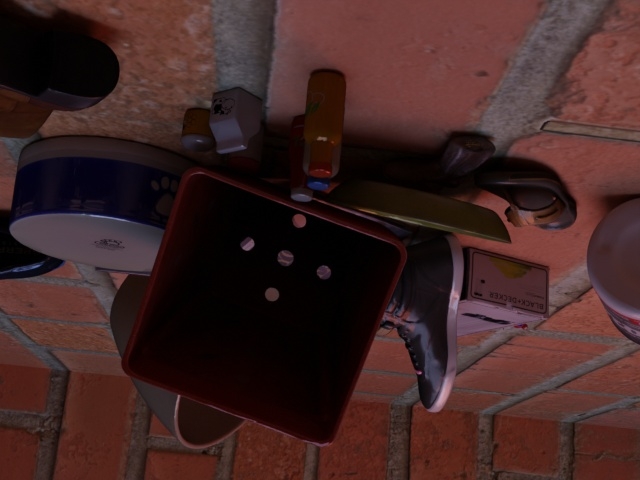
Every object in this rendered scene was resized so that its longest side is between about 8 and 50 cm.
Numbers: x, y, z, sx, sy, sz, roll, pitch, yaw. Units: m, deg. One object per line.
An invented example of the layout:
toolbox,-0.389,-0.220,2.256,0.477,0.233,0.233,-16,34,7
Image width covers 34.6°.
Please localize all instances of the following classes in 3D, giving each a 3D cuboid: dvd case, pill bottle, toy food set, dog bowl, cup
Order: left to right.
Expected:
dog bowl,-0.278,-0.042,1.383,0.264,0.104,0.265,4,163,1
cup,-0.215,0.150,1.745,0.237,0.331,0.331,29,175,25
toy food set,-0.054,-0.098,1.116,0.232,0.105,0.111,-7,160,37
dvd case,0.000,0.000,1.486,0.221,0.018,0.164,19,135,-38
pill bottle,0.458,0.059,1.389,0.161,0.161,0.283,-1,162,22

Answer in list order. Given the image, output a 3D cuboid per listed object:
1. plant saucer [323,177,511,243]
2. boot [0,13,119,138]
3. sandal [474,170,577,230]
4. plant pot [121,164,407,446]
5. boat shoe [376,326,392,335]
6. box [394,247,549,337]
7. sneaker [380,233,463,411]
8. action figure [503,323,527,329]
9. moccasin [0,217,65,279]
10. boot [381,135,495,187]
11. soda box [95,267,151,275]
plant saucer,0.124,-0.040,1.285,0.240,0.037,0.241,13,-179,0
boot,-0.369,-0.180,1.035,0.264,0.096,0.280,7,173,-33
sandal,0.264,-0.040,1.294,0.090,0.060,0.219,-4,162,29
plant pot,-0.058,0.054,1.284,0.267,0.267,0.236,21,-165,0
boat shoe,0.045,0.096,1.745,0.123,0.123,0.342,8,170,-15
box,0.230,0.096,1.732,0.169,0.087,0.290,13,163,-25
sneaker,0.130,0.132,1.562,0.146,0.296,0.104,-4,-155,-10
action figure,0.369,0.158,2.010,0.115,0.030,0.038,17,156,-40
moccasin,-0.580,0.002,1.626,0.341,0.138,0.117,-6,179,-8
boot,0.136,-0.095,1.193,0.106,0.037,0.114,3,165,-12
soda box,-0.201,0.014,1.560,0.263,0.092,0.083,6,179,0
